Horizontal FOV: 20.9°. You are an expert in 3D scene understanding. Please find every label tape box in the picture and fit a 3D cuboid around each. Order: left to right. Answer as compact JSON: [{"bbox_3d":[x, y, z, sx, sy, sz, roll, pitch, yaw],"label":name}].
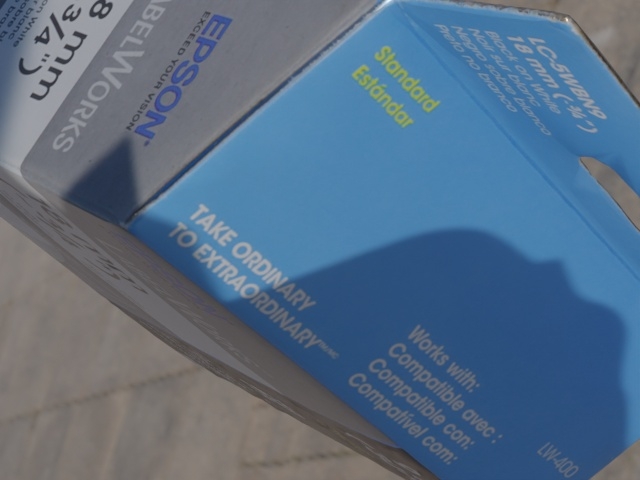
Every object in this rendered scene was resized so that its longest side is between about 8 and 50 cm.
[{"bbox_3d":[0.000,0.000,0.640,0.333,0.240,0.106,23,75,49],"label":"label tape box"}]
